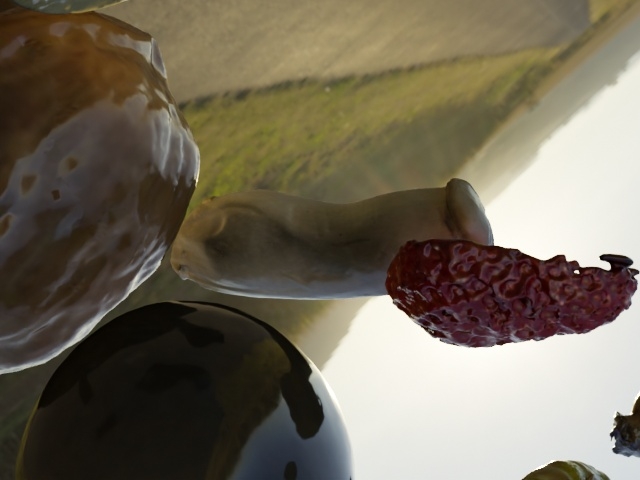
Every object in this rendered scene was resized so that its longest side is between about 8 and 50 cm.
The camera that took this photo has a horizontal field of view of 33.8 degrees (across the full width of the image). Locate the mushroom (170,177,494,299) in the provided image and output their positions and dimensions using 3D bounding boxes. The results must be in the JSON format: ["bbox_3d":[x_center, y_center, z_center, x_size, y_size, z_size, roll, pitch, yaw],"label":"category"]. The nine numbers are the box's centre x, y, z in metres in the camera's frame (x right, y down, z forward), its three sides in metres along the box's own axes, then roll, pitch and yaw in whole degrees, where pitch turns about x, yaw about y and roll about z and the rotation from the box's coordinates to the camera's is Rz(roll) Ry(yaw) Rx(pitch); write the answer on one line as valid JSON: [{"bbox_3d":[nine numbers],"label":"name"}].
[{"bbox_3d":[0.001,0.002,1.015,0.351,0.109,0.097,-1,174,30],"label":"mushroom"}]

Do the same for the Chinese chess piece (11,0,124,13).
[{"bbox_3d":[-0.132,-0.252,0.686,0.251,0.097,0.251,-31,171,-5],"label":"Chinese chess piece"}]

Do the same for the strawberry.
[{"bbox_3d":[0.141,0.043,0.796,0.121,0.188,0.082,32,67,-74],"label":"strawberry"}]

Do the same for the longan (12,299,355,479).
[{"bbox_3d":[-0.099,0.182,0.763,0.300,0.243,0.300,22,90,-88],"label":"longan"}]

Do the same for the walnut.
[{"bbox_3d":[-0.272,-0.062,0.947,0.344,0.306,0.306,-44,178,-1],"label":"walnut"}]

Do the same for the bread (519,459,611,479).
[{"bbox_3d":[0.294,0.377,1.291,0.213,0.213,0.104,-42,-148,-17],"label":"bread"}]

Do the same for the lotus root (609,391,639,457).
[{"bbox_3d":[0.239,0.103,0.646,0.150,0.062,0.073,-13,144,-11],"label":"lotus root"}]
